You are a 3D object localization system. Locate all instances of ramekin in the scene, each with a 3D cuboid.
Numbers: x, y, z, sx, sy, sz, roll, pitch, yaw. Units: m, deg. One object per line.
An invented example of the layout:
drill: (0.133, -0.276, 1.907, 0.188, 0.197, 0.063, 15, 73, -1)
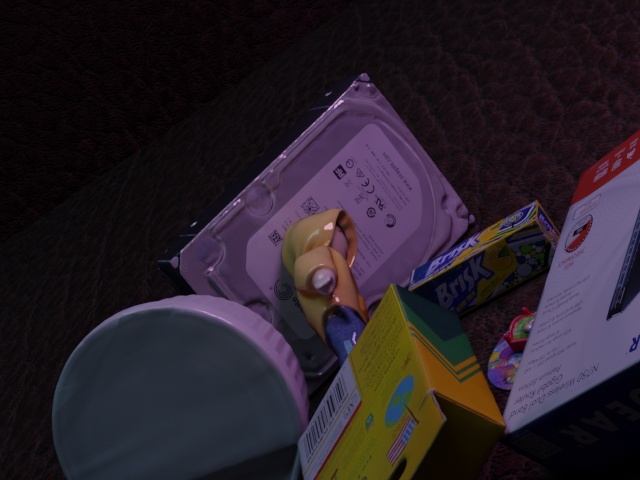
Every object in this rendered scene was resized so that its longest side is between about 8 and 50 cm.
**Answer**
ramekin: (-0.134, 0.181, 1.843, 0.273, 0.273, 0.127, -32, 6, 17)

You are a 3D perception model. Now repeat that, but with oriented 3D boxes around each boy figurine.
boy figurine: (0.030, 0.076, 1.898, 0.092, 0.177, 0.285, -28, 40, 6)

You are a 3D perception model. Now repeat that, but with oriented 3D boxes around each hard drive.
hard drive: (0.000, 0.000, 2.050, 0.339, 0.237, 0.064, -44, 18, -21)

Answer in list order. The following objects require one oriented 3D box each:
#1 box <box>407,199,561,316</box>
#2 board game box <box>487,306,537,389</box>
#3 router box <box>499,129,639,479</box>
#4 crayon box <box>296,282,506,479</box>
box: (0.179, 0.028, 1.928, 0.169, 0.059, 0.054, -31, 17, 20)
board game box: (0.228, 0.078, 1.757, 0.168, 0.033, 0.133, -35, 18, 9)
router box: (0.299, 0.011, 1.449, 0.335, 0.082, 0.301, -42, 22, 55)
crayon box: (0.068, 0.189, 1.593, 0.202, 0.081, 0.318, -60, 13, 15)
